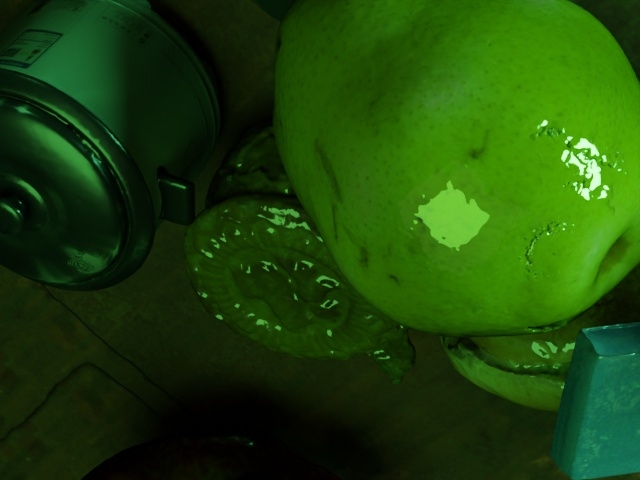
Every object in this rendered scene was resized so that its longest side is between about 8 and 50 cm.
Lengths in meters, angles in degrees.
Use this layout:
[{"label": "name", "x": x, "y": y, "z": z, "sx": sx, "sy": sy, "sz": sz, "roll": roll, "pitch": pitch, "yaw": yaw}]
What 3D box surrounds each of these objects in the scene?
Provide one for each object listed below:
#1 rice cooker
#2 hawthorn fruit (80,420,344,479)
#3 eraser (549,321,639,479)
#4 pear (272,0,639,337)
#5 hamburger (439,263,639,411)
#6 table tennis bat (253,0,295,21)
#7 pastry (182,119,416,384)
[{"label": "rice cooker", "x": -0.229, "y": -0.086, "z": 1.501, "sx": 0.281, "sy": 0.227, "sz": 0.241, "roll": 19, "pitch": 134, "yaw": 14}, {"label": "hawthorn fruit", "x": -0.115, "y": 0.404, "z": 1.778, "sx": 0.403, "sy": 0.403, "sz": 0.402, "roll": 16, "pitch": 134, "yaw": 17}, {"label": "eraser", "x": 0.349, "y": 0.119, "z": 1.355, "sx": 0.312, "sy": 0.042, "sz": 0.144, "roll": -5, "pitch": 129, "yaw": -14}, {"label": "pear", "x": 0.113, "y": -0.079, "z": 1.312, "sx": 0.336, "sy": 0.285, "sz": 0.285, "roll": 62, "pitch": 143, "yaw": 25}, {"label": "hamburger", "x": 0.223, "y": 0.076, "z": 1.432, "sx": 0.283, "sy": 0.156, "sz": 0.144, "roll": -5, "pitch": 133, "yaw": 24}, {"label": "table tennis bat", "x": 0.040, "y": -0.259, "z": 1.345, "sx": 0.301, "sy": 0.022, "sz": 0.173, "roll": -14, "pitch": 119, "yaw": 39}, {"label": "pastry", "x": 0.000, "y": 0.000, "z": 1.531, "sx": 0.235, "sy": 0.132, "sz": 0.240, "roll": 16, "pitch": 143, "yaw": 5}]
